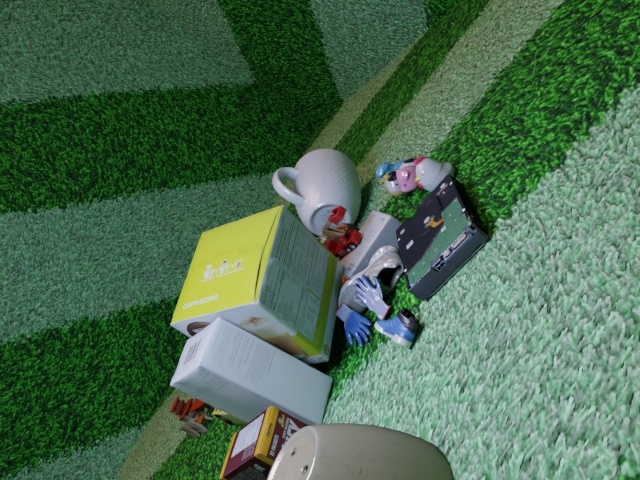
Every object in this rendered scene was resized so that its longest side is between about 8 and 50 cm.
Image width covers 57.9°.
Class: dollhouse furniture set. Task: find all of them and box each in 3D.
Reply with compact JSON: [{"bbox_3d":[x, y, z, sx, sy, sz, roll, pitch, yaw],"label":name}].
[{"bbox_3d":[-0.543,0.710,2.511,0.259,0.135,0.261,-41,21,43],"label":"dollhouse furniture set"}]

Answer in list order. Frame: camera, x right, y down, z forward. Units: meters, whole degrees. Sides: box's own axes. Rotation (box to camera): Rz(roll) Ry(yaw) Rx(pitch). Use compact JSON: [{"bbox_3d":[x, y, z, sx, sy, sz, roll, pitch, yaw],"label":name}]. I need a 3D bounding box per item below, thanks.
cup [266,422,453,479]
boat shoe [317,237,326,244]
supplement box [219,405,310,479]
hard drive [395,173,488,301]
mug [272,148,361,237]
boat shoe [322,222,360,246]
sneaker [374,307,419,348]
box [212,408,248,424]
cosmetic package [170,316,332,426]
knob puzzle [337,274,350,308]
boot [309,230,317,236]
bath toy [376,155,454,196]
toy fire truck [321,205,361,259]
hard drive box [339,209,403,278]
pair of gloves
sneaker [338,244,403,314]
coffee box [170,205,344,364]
[{"bbox_3d":[0.039,0.466,1.040,0.331,0.237,0.331,-50,17,21],"label":"cup"},{"bbox_3d":[0.000,-0.001,2.480,0.153,0.048,0.056,-47,18,32],"label":"boat shoe"},{"bbox_3d":[-0.106,0.537,1.418,0.194,0.191,0.129,-45,19,37],"label":"supplement box"},{"bbox_3d":[0.310,-0.017,1.533,0.237,0.064,0.339,-50,16,22],"label":"hard drive"},{"bbox_3d":[-0.016,-0.187,2.306,0.328,0.375,0.276,-95,30,-52],"label":"mug"},{"bbox_3d":[0.049,0.056,2.113,0.324,0.123,0.119,-50,20,52],"label":"boat shoe"},{"bbox_3d":[0.193,0.205,1.436,0.084,0.058,0.152,-63,20,-2],"label":"sneaker"},{"bbox_3d":[-0.310,0.621,2.083,0.232,0.087,0.058,-33,25,58],"label":"box"},{"bbox_3d":[-0.187,0.392,1.600,0.217,0.385,0.156,-37,29,45],"label":"cosmetic package"},{"bbox_3d":[0.027,0.167,1.872,0.213,0.029,0.213,-12,23,5],"label":"knob puzzle"},{"bbox_3d":[0.014,-0.097,2.616,0.246,0.084,0.161,-42,27,58],"label":"boot"},{"bbox_3d":[0.295,-0.211,1.860,0.151,0.129,0.348,-57,16,-4],"label":"bath toy"},{"bbox_3d":[0.054,-0.019,1.845,0.192,0.135,0.047,-40,22,46],"label":"toy fire truck"},{"bbox_3d":[0.164,0.027,1.843,0.232,0.089,0.181,-56,15,1],"label":"hard drive box"},{"bbox_3d":[0.117,0.194,1.620,0.159,0.023,0.198,49,116,42],"label":"pair of gloves"},{"bbox_3d":[0.146,0.135,1.672,0.262,0.099,0.121,-54,20,13],"label":"sneaker"},{"bbox_3d":[-0.174,0.156,1.715,0.338,0.334,0.338,-17,45,33],"label":"coffee box"}]
